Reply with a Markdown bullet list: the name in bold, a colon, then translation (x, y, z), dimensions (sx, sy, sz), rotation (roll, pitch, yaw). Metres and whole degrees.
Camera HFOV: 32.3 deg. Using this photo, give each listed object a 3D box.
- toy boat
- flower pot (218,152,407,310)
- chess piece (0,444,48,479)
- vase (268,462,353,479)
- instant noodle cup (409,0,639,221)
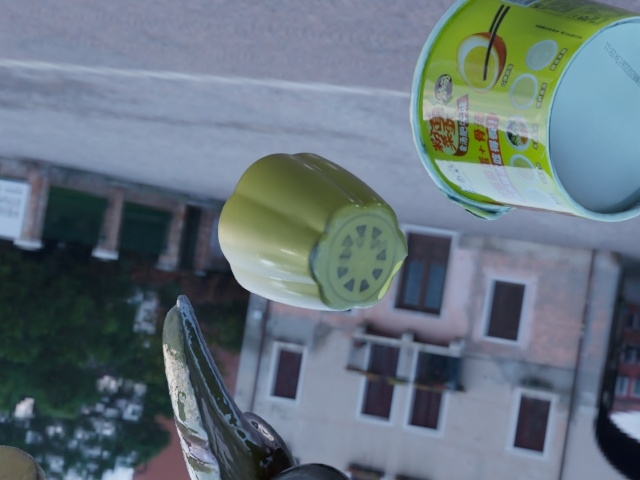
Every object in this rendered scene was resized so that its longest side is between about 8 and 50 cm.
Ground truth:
- **toy boat**: translation (-0.098, 0.252, 1.214), dimensions (0.111, 0.276, 0.293), rotation (-25, 136, 6)
- **flower pot**: translation (0.000, 0.000, 1.336), dimensions (0.195, 0.195, 0.179), rotation (10, -171, -34)
- **chess piece**: translation (-0.126, 0.302, 0.662), dimensions (0.117, 0.397, 0.117), rotation (-18, -151, 11)
- **vase**: translation (0.064, 0.364, 1.073), dimensions (0.321, 0.173, 0.173), rotation (42, 161, -29)
- **instant noodle cup**: translation (0.288, -0.155, 1.308), dimensions (0.311, 0.311, 0.221), rotation (10, -170, -30)
